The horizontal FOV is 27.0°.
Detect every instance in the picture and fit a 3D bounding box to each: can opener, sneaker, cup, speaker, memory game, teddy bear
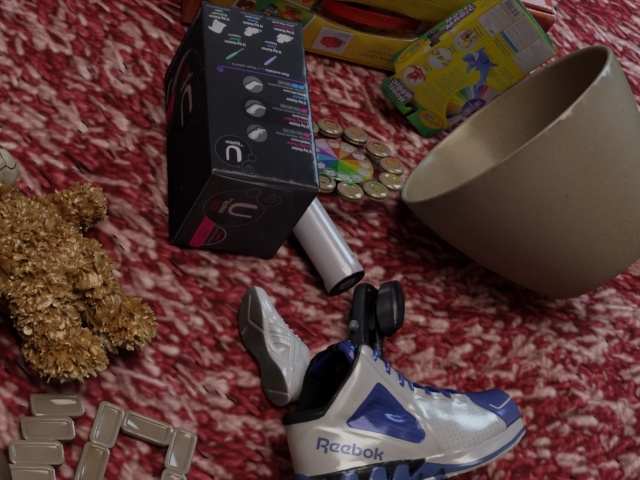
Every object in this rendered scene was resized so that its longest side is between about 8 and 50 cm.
[{"bbox_3d":[0.058,0.134,1.630,0.059,0.073,0.186,21,59,-22],"label":"can opener"},{"bbox_3d":[0.084,0.191,1.521,0.315,0.127,0.182,-15,88,-33],"label":"sneaker"},{"bbox_3d":[0.306,-0.063,1.755,0.237,0.331,0.331,52,48,-13],"label":"cup"},{"bbox_3d":[0.000,0.000,1.695,0.055,0.055,0.136,-20,68,-35],"label":"speaker"},{"bbox_3d":[-0.051,0.125,1.590,0.061,0.053,0.152,-6,66,-40],"label":"sneaker"},{"bbox_3d":[0.027,-0.110,1.778,0.186,0.012,0.186,14,34,-10],"label":"memory game"},{"bbox_3d":[-0.322,0.011,1.491,0.245,0.113,0.338,-13,64,-35],"label":"teddy bear"}]

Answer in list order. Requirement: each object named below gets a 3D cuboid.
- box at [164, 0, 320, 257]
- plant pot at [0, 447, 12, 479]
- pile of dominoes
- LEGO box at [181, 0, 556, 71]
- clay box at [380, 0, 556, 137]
[{"bbox_3d":[-0.104,-0.138,1.667,0.143,0.165,0.270,8,54,-22],"label":"box"},{"bbox_3d":[-0.421,0.186,1.249,0.263,0.263,0.229,10,37,-20],"label":"plant pot"},{"bbox_3d":[-0.249,0.278,1.403,0.196,0.040,0.251,23,42,-10],"label":"pile of dominoes"},{"bbox_3d":[0.062,-0.457,1.956,0.500,0.193,0.373,11,53,-20],"label":"LEGO box"},{"bbox_3d":[0.201,-0.250,1.858,0.127,0.222,0.053,45,23,-32],"label":"clay box"}]
